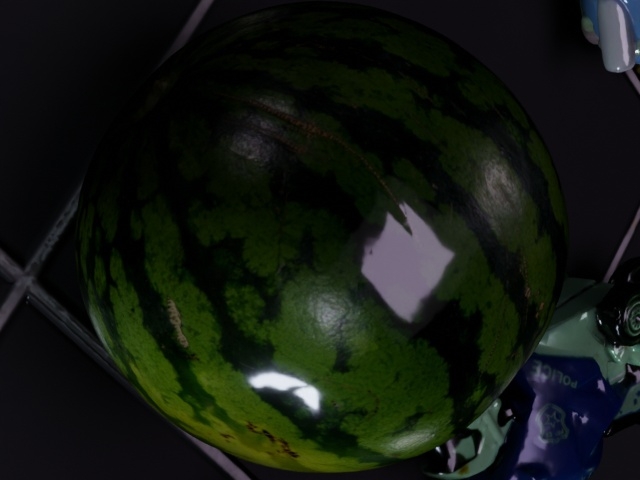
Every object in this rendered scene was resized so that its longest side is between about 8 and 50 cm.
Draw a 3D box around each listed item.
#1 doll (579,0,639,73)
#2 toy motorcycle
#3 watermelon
[{"bbox_3d":[0.229,-0.214,1.399,0.241,0.099,0.135,31,96,-43],"label":"doll"},{"bbox_3d":[0.191,0.129,1.399,0.331,0.125,0.196,-19,111,-39],"label":"toy motorcycle"},{"bbox_3d":[0.000,0.000,1.054,0.285,0.285,0.285,-8,102,-45],"label":"watermelon"}]
